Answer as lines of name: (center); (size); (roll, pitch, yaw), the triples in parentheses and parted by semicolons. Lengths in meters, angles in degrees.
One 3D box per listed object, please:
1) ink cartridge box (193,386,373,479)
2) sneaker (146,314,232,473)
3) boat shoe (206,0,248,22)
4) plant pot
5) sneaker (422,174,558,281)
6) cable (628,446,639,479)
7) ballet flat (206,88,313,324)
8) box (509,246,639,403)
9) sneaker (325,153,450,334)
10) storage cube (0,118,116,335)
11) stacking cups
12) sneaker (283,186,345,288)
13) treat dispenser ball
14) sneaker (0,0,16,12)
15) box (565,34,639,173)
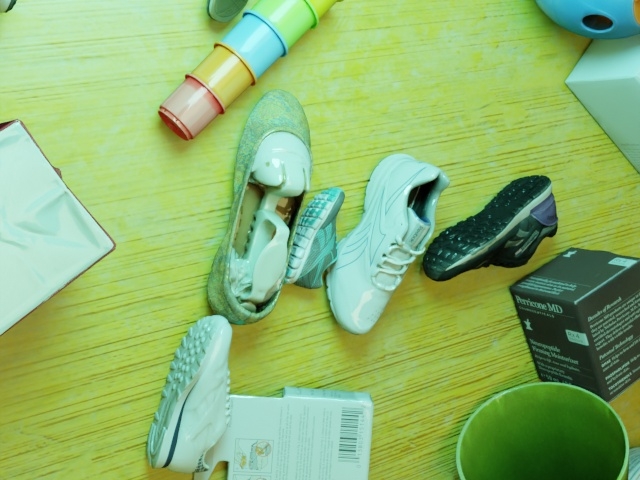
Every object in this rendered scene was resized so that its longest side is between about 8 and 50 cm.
ink cartridge box: (-0.061, 0.373, 1.219); (0.261, 0.066, 0.296); (4, 94, -2)
sneaker: (-0.167, 0.218, 1.135); (0.095, 0.090, 0.235); (19, 98, -25)
boat shoe: (-0.122, -0.371, 1.114); (0.056, 0.049, 0.152); (35, 74, -45)
plant pot: (0.403, 0.444, 1.380); (0.275, 0.275, 0.293); (-38, 126, -19)
sneaker: (0.302, 0.011, 1.348); (0.283, 0.107, 0.124); (-33, 115, -21)
cable: (0.646, 0.540, 1.591); (0.257, 0.089, 0.257); (42, 76, -24)
ballet flat: (-0.071, -0.045, 1.139); (0.123, 0.123, 0.348); (17, 87, -28)
box: (0.471, 0.144, 1.410); (0.167, 0.168, 0.203); (-29, 107, -21)
sneaker: (0.101, 0.005, 1.226); (0.111, 0.129, 0.297); (21, 87, -29)
storage cube: (-0.383, -0.018, 0.935); (0.215, 0.193, 0.183); (-39, 111, -17)
stacking cups: (-0.094, -0.268, 1.111); (0.316, 0.096, 0.096); (-49, 114, -15)
sneaker: (0.000, 0.000, 1.213); (0.076, 0.065, 0.166); (27, 92, -28)
treat dispenser ball: (0.468, -0.468, 1.275); (0.288, 0.288, 0.288); (-3, 97, -27)
sneaker: (-0.480, -0.471, 0.847); (0.258, 0.169, 0.447); (-10, 102, -28)
box: (0.649, -0.257, 1.459); (0.345, 0.168, 0.215); (41, 77, -25)
